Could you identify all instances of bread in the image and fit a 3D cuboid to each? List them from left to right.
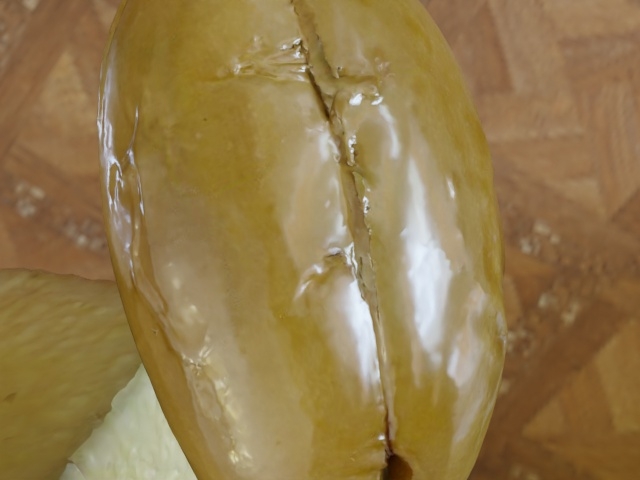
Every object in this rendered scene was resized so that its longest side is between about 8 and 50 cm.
[{"bbox_3d":[0.000,0.000,0.529,0.077,0.114,0.189,-12,91,57],"label":"bread"}]

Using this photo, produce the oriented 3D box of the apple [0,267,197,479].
[{"bbox_3d":[-0.202,0.150,0.714,0.309,0.314,0.252,-4,163,26],"label":"apple"}]
